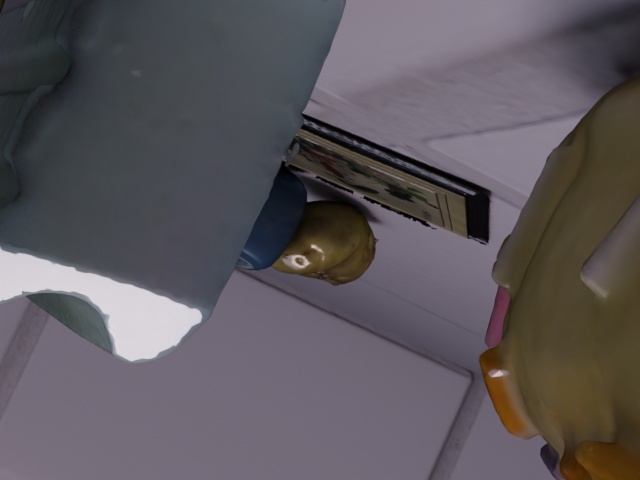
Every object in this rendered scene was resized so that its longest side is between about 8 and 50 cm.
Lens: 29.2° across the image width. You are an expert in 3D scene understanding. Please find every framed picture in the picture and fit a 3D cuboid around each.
[{"bbox_3d":[0.029,-0.047,0.866,0.199,0.010,0.195,24,175,11],"label":"framed picture"}]

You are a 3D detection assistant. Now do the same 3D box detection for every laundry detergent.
[{"bbox_3d":[-0.151,-0.079,0.966,0.290,0.094,0.143,31,-178,-31],"label":"laundry detergent"}]

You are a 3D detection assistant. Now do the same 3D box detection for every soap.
[{"bbox_3d":[-0.113,-0.053,0.563,0.095,0.173,0.289,26,174,-25],"label":"soap"}]

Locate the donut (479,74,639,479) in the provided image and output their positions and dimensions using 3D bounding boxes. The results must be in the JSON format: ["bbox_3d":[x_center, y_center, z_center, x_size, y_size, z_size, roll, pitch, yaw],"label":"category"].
[{"bbox_3d":[0.204,0.084,0.353,0.371,0.150,0.307,37,176,25],"label":"donut"}]

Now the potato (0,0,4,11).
[{"bbox_3d":[-0.181,-0.120,0.359,0.235,0.160,0.178,42,154,60],"label":"potato"}]

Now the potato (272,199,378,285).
[{"bbox_3d":[0.000,0.000,1.076,0.091,0.070,0.138,-6,171,15],"label":"potato"}]
